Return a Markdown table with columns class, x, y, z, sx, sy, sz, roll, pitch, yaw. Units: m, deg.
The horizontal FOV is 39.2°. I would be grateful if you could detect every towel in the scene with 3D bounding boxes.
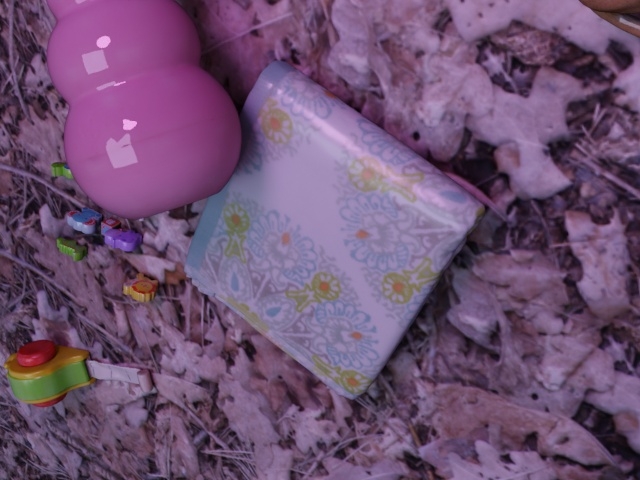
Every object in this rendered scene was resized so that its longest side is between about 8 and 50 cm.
| class | x | y | z | sx | sy | sz | roll | pitch | yaw |
| --- | --- | --- | --- | --- | --- | --- | --- | --- | --- |
| towel | 0.000 | 0.000 | 1.167 | 0.321 | 0.090 | 0.374 | 35 | 129 | 11 |

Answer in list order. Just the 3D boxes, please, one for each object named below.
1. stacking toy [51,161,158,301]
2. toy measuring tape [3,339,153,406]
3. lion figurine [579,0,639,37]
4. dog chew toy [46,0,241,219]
| class | x | y | z | sx | sy | sz | roll | pitch | yaw |
| --- | --- | --- | --- | --- | --- | --- | --- | --- | --- |
| stacking toy | -0.345 | -0.016 | 1.416 | 0.221 | 0.052 | 0.167 | 23 | 125 | 24 |
| toy measuring tape | -0.450 | 0.246 | 1.587 | 0.330 | 0.121 | 0.121 | 5 | 116 | 32 |
| lion figurine | 0.272 | -0.312 | 0.780 | 0.240 | 0.142 | 0.392 | 19 | 128 | 34 |
| dog chew toy | -0.220 | -0.196 | 1.045 | 0.207 | 0.207 | 0.331 | -13 | 98 | 38 |
